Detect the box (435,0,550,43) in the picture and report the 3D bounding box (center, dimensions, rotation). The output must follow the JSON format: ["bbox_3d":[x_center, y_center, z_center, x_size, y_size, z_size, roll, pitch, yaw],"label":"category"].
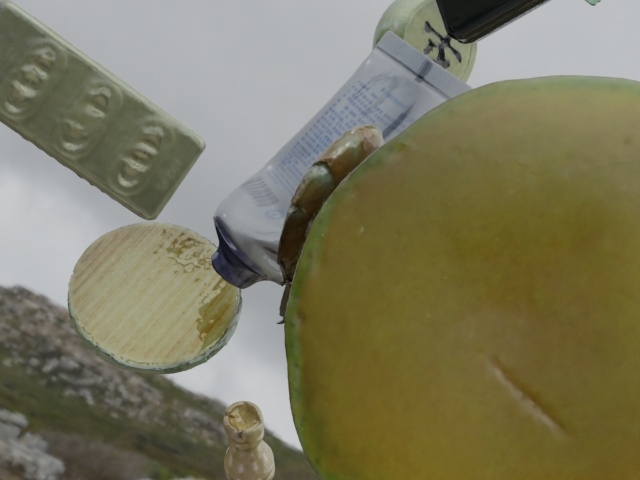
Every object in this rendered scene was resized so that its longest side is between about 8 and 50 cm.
[{"bbox_3d":[0.156,-0.321,0.926,0.160,0.230,0.050,-25,-12,41],"label":"box"}]

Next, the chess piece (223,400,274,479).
[{"bbox_3d":[-0.089,0.251,1.183,0.066,0.066,0.122,22,-39,19],"label":"chess piece"}]

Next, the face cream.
[{"bbox_3d":[0.006,-0.102,1.352,0.137,0.420,0.235,39,6,-39],"label":"face cream"}]

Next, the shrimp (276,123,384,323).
[{"bbox_3d":[0.000,0.000,0.655,0.041,0.099,0.180,33,-49,15],"label":"shrimp"}]

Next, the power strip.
[{"bbox_3d":[-0.247,-0.130,0.971,0.256,0.105,0.070,35,-6,-19],"label":"power strip"}]

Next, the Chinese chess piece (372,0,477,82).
[{"bbox_3d":[0.172,-0.312,1.573,0.083,0.188,0.188,23,-16,49],"label":"Chinese chess piece"}]

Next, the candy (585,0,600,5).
[{"bbox_3d":[0.346,-0.595,1.651,0.398,0.263,0.172,30,-11,-12],"label":"candy"}]

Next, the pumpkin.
[{"bbox_3d":[0.127,0.062,0.546,0.332,0.332,0.199,12,-13,43],"label":"pumpkin"}]

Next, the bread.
[{"bbox_3d":[-0.248,0.087,1.459,0.267,0.267,0.040,26,-34,9],"label":"bread"}]
